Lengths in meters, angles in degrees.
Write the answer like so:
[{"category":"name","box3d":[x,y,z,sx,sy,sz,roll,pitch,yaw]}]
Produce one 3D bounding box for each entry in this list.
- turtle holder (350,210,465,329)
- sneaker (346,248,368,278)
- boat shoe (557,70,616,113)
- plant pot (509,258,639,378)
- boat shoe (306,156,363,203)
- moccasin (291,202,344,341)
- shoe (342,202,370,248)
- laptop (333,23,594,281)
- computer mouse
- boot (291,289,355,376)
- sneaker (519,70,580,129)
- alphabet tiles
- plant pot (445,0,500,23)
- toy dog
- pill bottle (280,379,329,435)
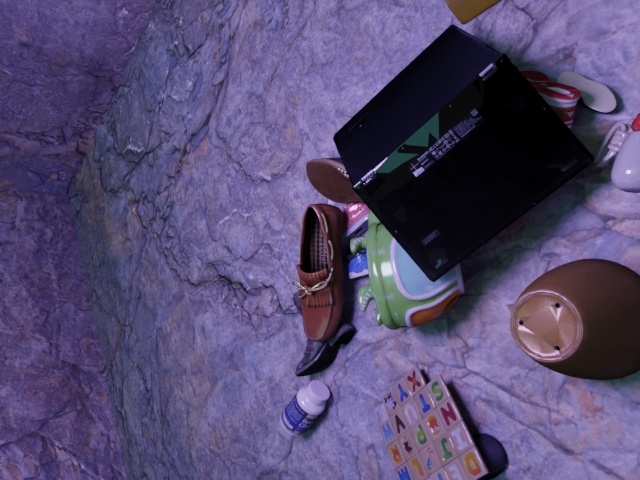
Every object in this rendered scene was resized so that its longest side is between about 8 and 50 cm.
[{"category":"turtle holder","box3d":[0.214,0.049,1.176,0.227,0.243,0.321,-12,45,18]},{"category":"sneaker","box3d":[0.129,0.052,1.359,0.152,0.058,0.085,-20,80,49]},{"category":"boat shoe","box3d":[0.539,-0.294,0.992,0.049,0.042,0.133,-44,54,8]},{"category":"plant pot","box3d":[0.452,0.148,0.886,0.237,0.254,0.237,-4,84,45]},{"category":"boat shoe","box3d":[0.108,-0.178,1.369,0.341,0.123,0.123,14,128,42]},{"category":"moccasin","box3d":[-0.007,0.089,1.345,0.139,0.147,0.381,11,98,35]},{"category":"shoe","box3d":[0.082,-0.048,1.417,0.178,0.063,0.081,-40,58,30]},{"category":"laptop","box3d":[0.265,-0.204,1.063,0.382,0.236,0.408,-41,88,18]},{"category":"computer mouse","box3d":[0.319,0.563,1.117,0.262,0.060,0.184,-41,58,36]},{"category":"boot","box3d":[-0.024,0.254,1.483,0.263,0.091,0.229,-49,54,18]},{"category":"sneaker","box3d":[0.452,-0.278,1.045,0.221,0.086,0.128,-105,7,-57]},{"category":"alphabet tiles","box3d":[0.252,0.493,1.170,0.285,0.011,0.343,-56,41,37]},{"category":"plant pot","box3d":[0.345,-0.672,1.118,0.212,0.187,0.213,-22,71,43]},{"category":"toy dog","box3d":[0.624,-0.231,0.819,0.160,0.220,0.334,22,113,12]},{"category":"pill bottle","box3d":[-0.044,0.498,1.466,0.094,0.094,0.169,53,122,34]}]
